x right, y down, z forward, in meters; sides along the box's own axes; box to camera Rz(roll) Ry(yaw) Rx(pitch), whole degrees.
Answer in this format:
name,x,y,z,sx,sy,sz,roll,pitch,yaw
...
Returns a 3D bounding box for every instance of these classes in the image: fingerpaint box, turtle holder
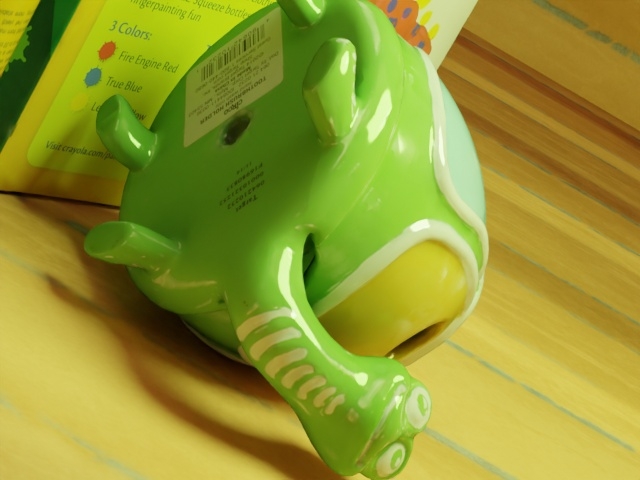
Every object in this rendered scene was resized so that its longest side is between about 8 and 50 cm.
name,x,y,z,sx,sy,sz,roll,pitch,yaw
fingerpaint box,-0.069,-0.211,1.414,0.163,0.371,0.445,39,18,30
turtle holder,0.010,-0.016,1.194,0.227,0.243,0.320,41,-2,-32

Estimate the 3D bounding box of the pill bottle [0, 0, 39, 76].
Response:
name,x,y,z,sx,sy,sz,roll,pitch,yaw
pill bottle,-0.240,-0.114,1.007,0.136,0.245,0.136,28,15,-8
